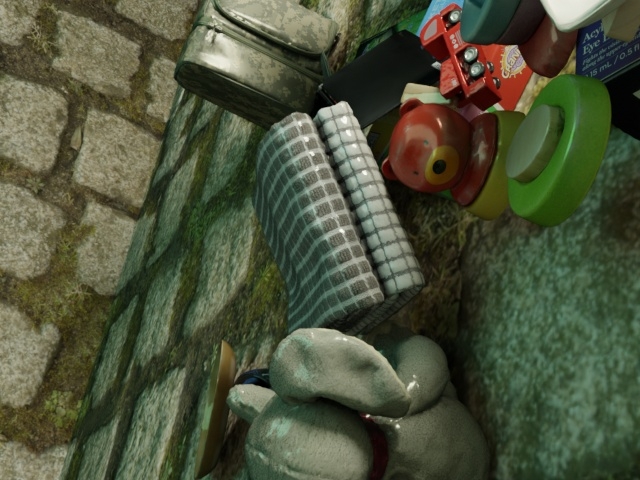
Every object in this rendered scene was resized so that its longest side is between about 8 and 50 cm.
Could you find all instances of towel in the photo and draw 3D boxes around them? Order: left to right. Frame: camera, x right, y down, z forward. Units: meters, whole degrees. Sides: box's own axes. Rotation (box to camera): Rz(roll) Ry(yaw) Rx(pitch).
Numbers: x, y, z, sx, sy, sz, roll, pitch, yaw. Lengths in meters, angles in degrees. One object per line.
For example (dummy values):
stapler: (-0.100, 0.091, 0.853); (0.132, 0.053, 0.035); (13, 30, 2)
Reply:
towel: (0.000, 0.000, 0.872); (0.235, 0.121, 0.284); (66, 162, 12)

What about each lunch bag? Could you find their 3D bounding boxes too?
lunch bag: (-0.131, -0.403, 1.496); (0.256, 0.305, 0.212); (-70, 15, -11)

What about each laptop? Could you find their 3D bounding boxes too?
laptop: (0.079, -0.159, 1.050); (0.234, 0.136, 0.264); (-117, 29, -61)

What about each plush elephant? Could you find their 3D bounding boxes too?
plush elephant: (0.019, 0.206, 0.699); (0.272, 0.255, 0.330); (-67, 24, -2)

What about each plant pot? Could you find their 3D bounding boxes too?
plant pot: (-0.177, 0.288, 1.222); (0.236, 0.032, 0.236); (-169, 90, -82)

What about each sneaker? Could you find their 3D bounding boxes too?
sneaker: (-0.089, 0.232, 1.099); (0.221, 0.087, 0.083); (-6, 62, 63)

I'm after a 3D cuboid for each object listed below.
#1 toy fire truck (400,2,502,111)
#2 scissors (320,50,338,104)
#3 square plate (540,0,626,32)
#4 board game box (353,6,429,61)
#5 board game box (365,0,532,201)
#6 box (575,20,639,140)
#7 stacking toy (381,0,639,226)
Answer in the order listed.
toy fire truck: (0.145, -0.179, 0.871); (0.135, 0.047, 0.192); (-30, 57, 30)
scissors: (0.030, -0.257, 1.331); (0.109, 0.021, 0.297); (-38, 46, 55)
square plate: (0.276, -0.347, 0.518); (0.344, 0.049, 0.347); (-38, 40, 30)
board game box: (0.122, -0.314, 1.245); (0.259, 0.030, 0.136); (0, 66, 64)
board game box: (0.186, -0.222, 0.986); (0.316, 0.064, 0.242); (-64, 24, 3)
box: (0.326, -0.219, 0.648); (0.153, 0.108, 0.207); (-31, 42, 52)
stacking toy: (0.165, -0.164, 0.666); (0.279, 0.130, 0.309); (-100, 24, -76)
